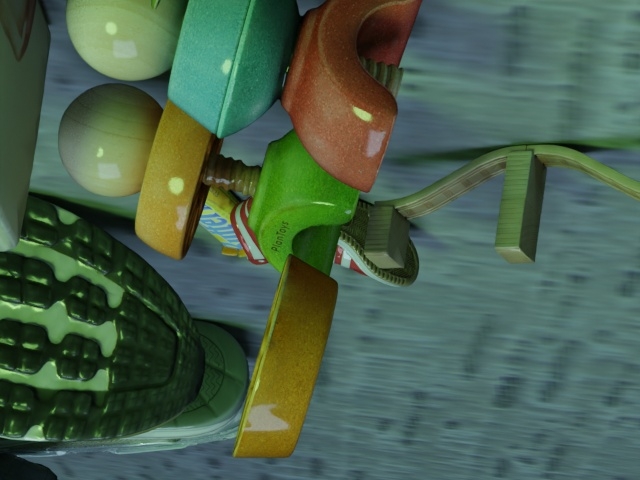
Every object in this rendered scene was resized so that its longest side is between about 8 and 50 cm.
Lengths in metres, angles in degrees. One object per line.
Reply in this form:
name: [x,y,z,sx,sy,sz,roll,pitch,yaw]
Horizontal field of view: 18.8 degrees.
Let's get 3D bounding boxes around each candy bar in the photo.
candy bar: [-0.072,-0.025,1.177,0.040,0.018,0.161,0,158,23]

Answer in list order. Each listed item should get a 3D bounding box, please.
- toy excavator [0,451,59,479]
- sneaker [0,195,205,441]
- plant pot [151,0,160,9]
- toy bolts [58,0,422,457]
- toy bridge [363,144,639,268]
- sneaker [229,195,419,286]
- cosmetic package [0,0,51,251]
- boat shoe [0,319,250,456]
toy excavator: [-0.426,0.165,1.250,0.433,0.222,0.445,10,158,16]
sneaker: [-0.265,0.047,1.310,0.410,0.158,0.182,11,171,12]
plant pot: [-0.086,-0.147,0.781,0.079,0.083,0.083,24,158,-5]
toy bolts: [-0.058,-0.032,0.926,0.158,0.218,0.228,16,141,-2]
toy bridge: [0.109,-0.019,1.052,0.188,0.063,0.026,-2,158,29]
sneaker: [0.000,0.000,1.179,0.118,0.042,0.067,30,148,-29]
cosmetic package: [-0.221,-0.110,0.846,0.153,0.129,0.296,6,159,3]
boat shoe: [-0.209,0.114,1.472,0.320,0.118,0.103,-1,155,6]
